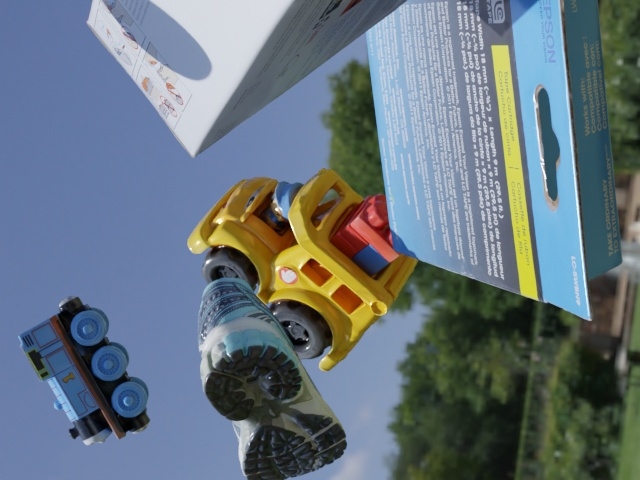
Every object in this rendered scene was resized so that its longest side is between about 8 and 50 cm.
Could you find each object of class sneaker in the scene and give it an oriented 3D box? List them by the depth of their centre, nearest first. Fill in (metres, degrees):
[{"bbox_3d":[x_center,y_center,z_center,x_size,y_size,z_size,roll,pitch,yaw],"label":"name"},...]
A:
[{"bbox_3d":[-0.049,0.137,1.227,0.283,0.110,0.122,75,178,-51],"label":"sneaker"}]

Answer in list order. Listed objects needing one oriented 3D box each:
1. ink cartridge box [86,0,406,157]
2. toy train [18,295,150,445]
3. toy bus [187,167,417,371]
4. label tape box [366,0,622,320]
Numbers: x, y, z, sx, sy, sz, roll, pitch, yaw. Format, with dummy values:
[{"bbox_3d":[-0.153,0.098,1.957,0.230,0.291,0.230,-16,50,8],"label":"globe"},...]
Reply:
[{"bbox_3d":[0.009,-0.213,0.784,0.272,0.130,0.309,-38,0,-19],"label":"ink cartridge box"},{"bbox_3d":[-0.278,0.159,1.495,0.184,0.105,0.080,61,175,-3],"label":"toy train"},{"bbox_3d":[0.000,0.000,1.341,0.211,0.220,0.149,-44,7,46],"label":"toy bus"},{"bbox_3d":[0.154,-0.091,0.984,0.334,0.106,0.240,-158,58,-67],"label":"label tape box"}]
